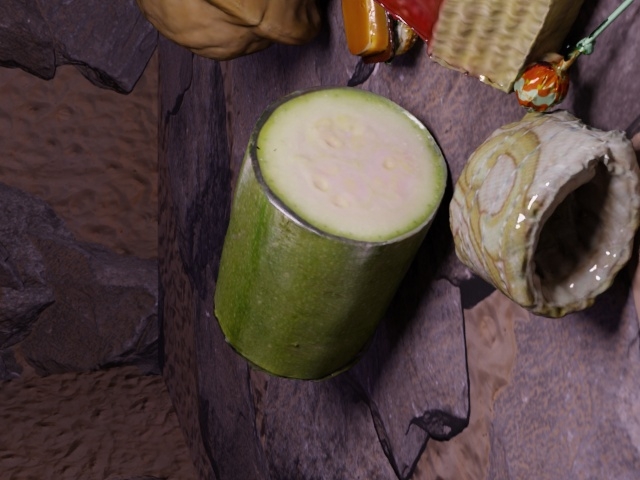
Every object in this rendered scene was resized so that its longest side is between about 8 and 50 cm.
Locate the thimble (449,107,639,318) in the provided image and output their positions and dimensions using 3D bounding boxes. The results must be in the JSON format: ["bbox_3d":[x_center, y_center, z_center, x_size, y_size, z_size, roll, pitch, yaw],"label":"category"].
[{"bbox_3d":[0.215,-0.034,1.099,0.191,0.137,0.143,-69,25,15],"label":"thimble"}]

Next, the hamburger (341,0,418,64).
[{"bbox_3d":[0.087,-0.313,1.514,0.137,0.087,0.166,-165,70,-71],"label":"hamburger"}]

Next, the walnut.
[{"bbox_3d":[-0.144,-0.470,1.836,0.383,0.383,0.384,175,90,-73],"label":"walnut"}]

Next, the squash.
[{"bbox_3d":[0.000,0.000,1.589,0.384,0.263,0.263,110,150,-55],"label":"squash"}]

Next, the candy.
[{"bbox_3d":[0.247,-0.182,1.069,0.049,0.055,0.185,47,132,3],"label":"candy"}]

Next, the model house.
[{"bbox_3d":[0.172,-0.282,1.145,0.254,0.160,0.196,46,147,19],"label":"model house"}]
